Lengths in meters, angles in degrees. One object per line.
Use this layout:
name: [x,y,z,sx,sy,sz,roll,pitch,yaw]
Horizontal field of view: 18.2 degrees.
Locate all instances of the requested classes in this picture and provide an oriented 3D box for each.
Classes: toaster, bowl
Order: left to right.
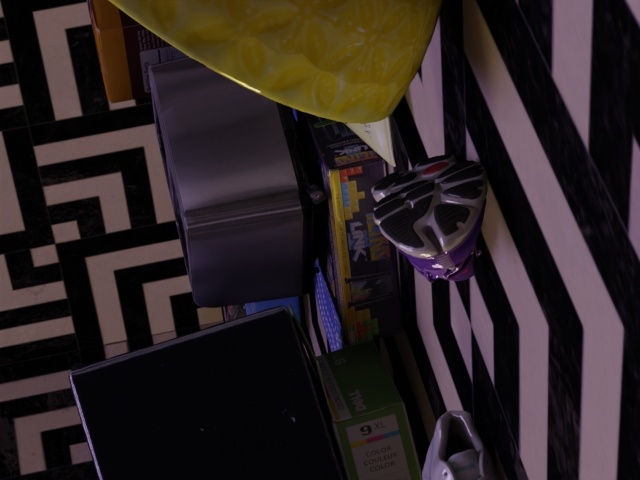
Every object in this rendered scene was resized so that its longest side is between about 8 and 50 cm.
toaster: [-0.067,-0.054,1.599,0.185,0.110,0.168,92,164,-63]
bowl: [-0.030,-0.213,1.052,0.156,0.289,0.289,-51,30,20]

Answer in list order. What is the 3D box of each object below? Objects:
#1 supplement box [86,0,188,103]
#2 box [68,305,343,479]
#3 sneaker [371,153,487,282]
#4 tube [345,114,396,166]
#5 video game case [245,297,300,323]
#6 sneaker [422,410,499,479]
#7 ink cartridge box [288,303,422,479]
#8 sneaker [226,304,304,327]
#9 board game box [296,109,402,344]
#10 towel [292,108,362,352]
supplement box: [-0.102,-0.240,1.642,0.129,0.194,0.191,94,163,-68]
box: [-0.061,0.246,1.611,0.312,0.179,0.343,120,133,-83]
sneaker: [0.073,-0.006,1.149,0.170,0.068,0.071,-84,-31,-81]
tube: [0.015,-0.126,1.430,0.070,0.062,0.240,38,-175,-21]
video game case: [-0.062,-0.087,2.055,0.269,0.061,0.244,85,-178,-48]
sneaker: [0.092,0.169,1.257,0.152,0.054,0.061,-108,11,-51]
ink cartridge box: [0.037,0.152,1.601,0.109,0.062,0.209,-115,9,-63]
sneaker: [-0.068,0.069,2.382,0.276,0.097,0.135,132,127,-85]
board game box: [0.022,-0.027,1.584,0.141,0.048,0.170,-112,12,-53]
towel: [0.000,0.000,1.889,0.336,0.040,0.243,89,169,-60]
